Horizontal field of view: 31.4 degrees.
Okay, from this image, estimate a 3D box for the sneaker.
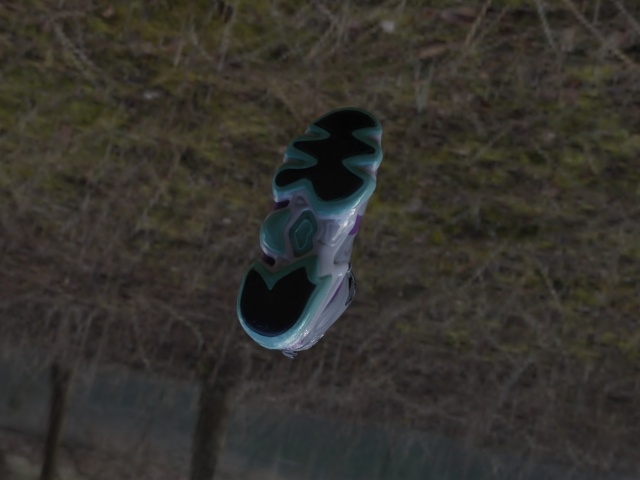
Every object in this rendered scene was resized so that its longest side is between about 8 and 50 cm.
[{"bbox_3d":[0.000,0.000,0.451,0.038,0.098,0.069,23,169,17],"label":"sneaker"}]
